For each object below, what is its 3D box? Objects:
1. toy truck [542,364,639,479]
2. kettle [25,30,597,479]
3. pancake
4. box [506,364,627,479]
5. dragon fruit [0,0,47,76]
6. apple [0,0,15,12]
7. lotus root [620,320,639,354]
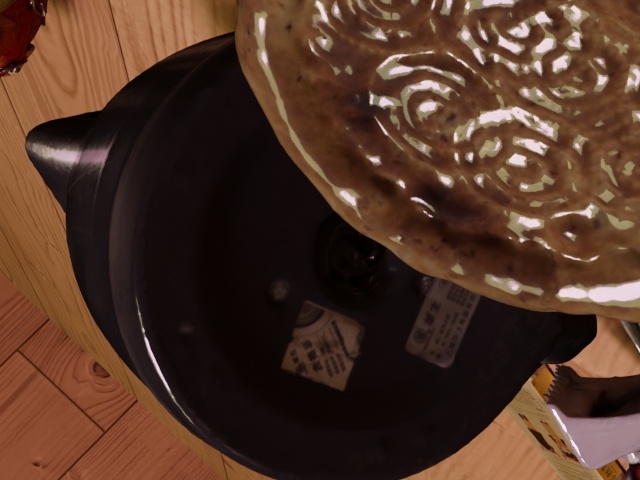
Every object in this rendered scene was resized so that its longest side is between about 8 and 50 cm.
[{"bbox_3d":[0.241,0.166,0.765,0.286,0.111,0.136,51,-166,4],"label":"toy truck"},{"bbox_3d":[0.000,0.000,0.821,0.321,0.228,0.324,17,180,-23],"label":"kettle"},{"bbox_3d":[0.076,-0.052,0.493,0.235,0.029,0.212,4,131,28],"label":"pancake"},{"bbox_3d":[0.171,0.138,1.021,0.149,0.020,0.073,52,161,-24],"label":"box"},{"bbox_3d":[-0.295,-0.228,1.064,0.246,0.125,0.125,54,-167,-25],"label":"dragon fruit"},{"bbox_3d":[-0.236,-0.240,0.767,0.261,0.194,0.261,39,161,17],"label":"apple"},{"bbox_3d":[0.206,0.020,0.554,0.203,0.078,0.183,-6,115,60],"label":"lotus root"}]
